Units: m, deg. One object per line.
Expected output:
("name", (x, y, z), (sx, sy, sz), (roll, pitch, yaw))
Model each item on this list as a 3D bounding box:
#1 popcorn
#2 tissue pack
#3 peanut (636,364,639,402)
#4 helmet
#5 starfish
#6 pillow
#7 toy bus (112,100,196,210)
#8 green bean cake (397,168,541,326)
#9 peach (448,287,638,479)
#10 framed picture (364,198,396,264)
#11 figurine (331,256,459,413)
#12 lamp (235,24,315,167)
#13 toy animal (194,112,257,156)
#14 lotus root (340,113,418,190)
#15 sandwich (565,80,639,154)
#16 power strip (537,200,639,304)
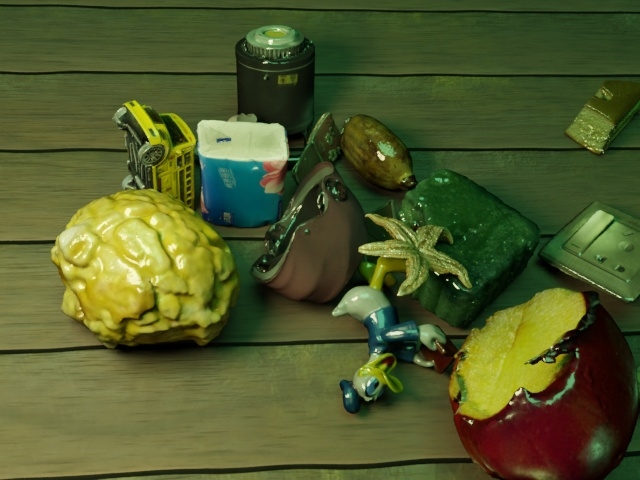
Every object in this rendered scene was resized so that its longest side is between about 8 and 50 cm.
("popcorn", (-0.365, 0.052, 1.702), (0.390, 0.344, 0.354), (-4, 61, 0))
("tissue pack", (-0.185, -0.149, 1.907), (0.209, 0.270, 0.137), (4, 59, -5))
("peanut", (0.803, 0.296, 1.768), (0.290, 0.130, 0.130), (-5, 55, -12))
("helmet", (0.000, 0.000, 1.841), (0.197, 0.271, 0.338), (36, 44, -12))
("starfish", (0.195, 0.030, 1.717), (0.277, 0.062, 0.236), (39, 50, 10))
("pillow", (-0.004, -0.206, 2.059), (0.043, 0.126, 0.233), (-1, 49, 35))
("toy bus", (-0.370, -0.178, 1.875), (0.152, 0.330, 0.144), (-24, 60, -24))
("green bean cake", (0.307, 0.014, 1.898), (0.308, 0.169, 0.300), (40, 59, 22))
("peach", (0.442, 0.284, 1.614), (0.353, 0.339, 0.417), (23, 65, -37))
("framed picture", (0.141, -0.014, 1.950), (0.011, 0.109, 0.149), (29, 43, -38))
("figurine", (0.147, 0.230, 1.761), (0.283, 0.204, 0.338), (27, 69, 5))
("lamp", (-0.116, -0.405, 2.094), (0.205, 0.272, 0.374), (-3, 55, -5))
("toy animal", (-0.236, -0.227, 2.023), (0.124, 0.212, 0.124), (27, 50, -37))
("lotus root", (0.150, -0.214, 2.058), (0.128, 0.145, 0.260), (-35, 65, -22))
("sandwich", (0.795, -0.357, 2.235), (0.128, 0.122, 0.235), (39, 58, 16))
("power strip", (0.695, 0.035, 1.961), (0.257, 0.092, 0.251), (-37, 57, -26))
